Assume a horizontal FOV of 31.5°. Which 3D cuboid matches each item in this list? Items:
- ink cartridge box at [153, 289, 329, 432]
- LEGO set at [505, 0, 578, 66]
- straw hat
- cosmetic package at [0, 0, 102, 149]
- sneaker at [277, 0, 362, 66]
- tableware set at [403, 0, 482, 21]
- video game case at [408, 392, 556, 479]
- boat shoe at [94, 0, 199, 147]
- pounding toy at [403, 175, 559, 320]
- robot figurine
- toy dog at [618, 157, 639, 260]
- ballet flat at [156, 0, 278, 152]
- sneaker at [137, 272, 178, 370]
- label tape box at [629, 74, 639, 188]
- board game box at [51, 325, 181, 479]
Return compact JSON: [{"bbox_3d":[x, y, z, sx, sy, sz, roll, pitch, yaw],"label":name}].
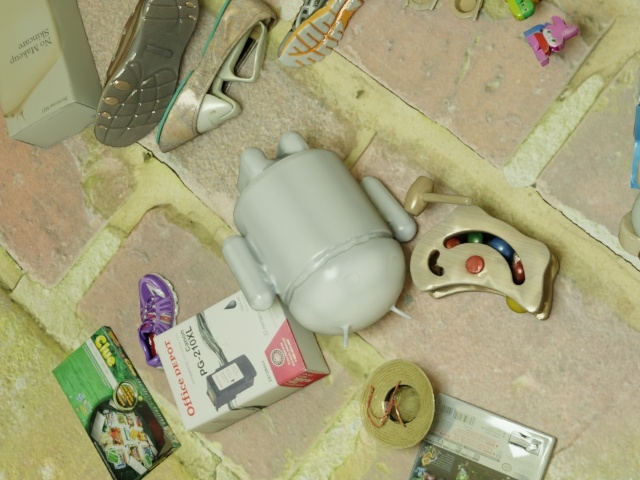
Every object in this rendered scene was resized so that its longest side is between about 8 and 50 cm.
[{"bbox_3d":[-0.131,0.188,1.841,0.237,0.100,0.172,-29,71,18],"label":"ink cartridge box"},{"bbox_3d":[0.334,-0.367,1.723,0.093,0.087,0.227,-28,67,12],"label":"LEGO set"},{"bbox_3d":[0.133,0.249,1.732,0.144,0.061,0.144,-8,79,41],"label":"straw hat"},{"bbox_3d":[-0.519,-0.345,2.098,0.160,0.113,0.309,-26,71,19],"label":"cosmetic package"},{"bbox_3d":[0.000,-0.381,1.888,0.215,0.084,0.083,-49,53,7],"label":"sneaker"},{"bbox_3d":[0.215,-0.427,1.821,0.169,0.020,0.141,22,91,26],"label":"tableware set"},{"bbox_3d":[0.235,0.341,1.693,0.190,0.022,0.173,19,90,25],"label":"video game case"},{"bbox_3d":[-0.312,-0.316,2.009,0.324,0.123,0.116,-60,31,15],"label":"boat shoe"},{"bbox_3d":[0.214,0.025,1.676,0.269,0.155,0.154,32,91,25],"label":"pounding toy"},{"bbox_3d":[0.000,0.000,1.755,0.300,0.200,0.353,-26,67,-17],"label":"robot figurine"},{"bbox_3d":[0.550,-0.009,1.507,0.334,0.220,0.161,-4,39,31],"label":"toy dog"},{"bbox_3d":[-0.170,-0.274,1.934,0.106,0.107,0.316,29,95,12],"label":"ballet flat"},{"bbox_3d":[-0.282,0.136,1.936,0.068,0.071,0.170,-19,74,21],"label":"sneaker"},{"bbox_3d":[0.561,-0.229,1.528,0.249,0.115,0.347,7,95,15],"label":"label tape box"},{"bbox_3d":[-0.357,0.291,1.971,0.136,0.030,0.259,-41,68,16],"label":"board game box"}]
